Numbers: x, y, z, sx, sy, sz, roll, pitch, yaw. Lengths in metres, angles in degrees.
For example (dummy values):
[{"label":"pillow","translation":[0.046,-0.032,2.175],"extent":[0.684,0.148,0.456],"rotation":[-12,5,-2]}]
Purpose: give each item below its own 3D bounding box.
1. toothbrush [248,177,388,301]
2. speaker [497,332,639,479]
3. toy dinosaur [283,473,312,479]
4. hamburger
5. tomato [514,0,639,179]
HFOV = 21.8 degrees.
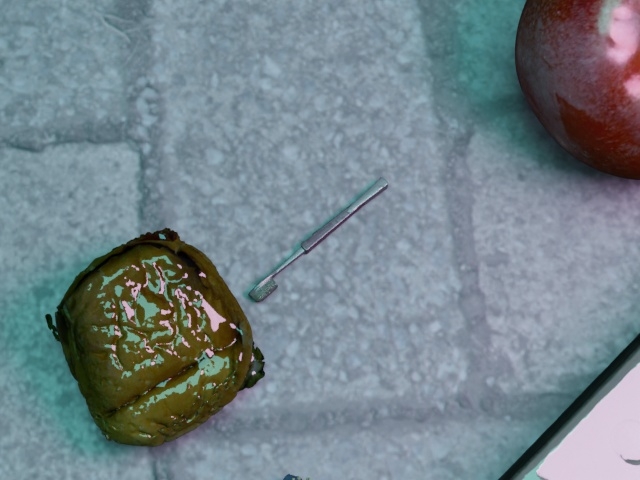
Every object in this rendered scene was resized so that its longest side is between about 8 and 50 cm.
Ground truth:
[{"label":"toothbrush","translation":[-0.001,-0.002,1.754],"extent":[0.194,0.014,0.017],"rotation":[-42,76,-16]},{"label":"speaker","translation":[0.345,0.190,1.610],"extent":[0.406,0.183,0.184],"rotation":[-43,82,-16]},{"label":"toy dinosaur","translation":[-0.010,0.266,1.645],"extent":[0.083,0.030,0.047],"rotation":[34,73,11]},{"label":"hamburger","translation":[-0.168,0.092,1.655],"extent":[0.183,0.130,0.206],"rotation":[-29,75,-9]},{"label":"tomato","translation":[0.330,-0.197,1.728],"extent":[0.270,0.227,0.270],"rotation":[2,85,-19]}]
